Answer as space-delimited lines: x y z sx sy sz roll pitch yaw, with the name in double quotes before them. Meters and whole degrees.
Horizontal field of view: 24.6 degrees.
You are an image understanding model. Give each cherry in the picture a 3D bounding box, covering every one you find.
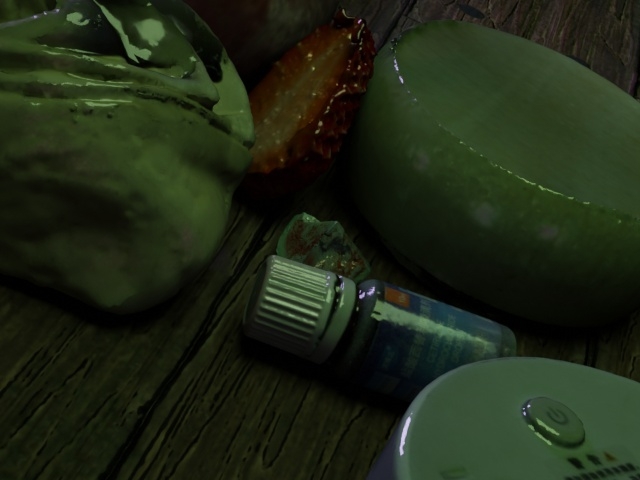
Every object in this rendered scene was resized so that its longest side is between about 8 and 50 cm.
"cherry" -0.096 -0.261 1.388 0.221 0.261 0.307 -8 38 26

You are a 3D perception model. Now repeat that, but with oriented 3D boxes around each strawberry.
"strawberry" -0.006 -0.111 1.304 0.121 0.188 0.082 26 -17 46

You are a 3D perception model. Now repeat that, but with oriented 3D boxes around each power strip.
"power strip" 0.177 0.239 0.875 0.357 0.161 0.357 19 30 -12

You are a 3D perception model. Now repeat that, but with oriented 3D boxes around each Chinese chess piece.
"Chinese chess piece" 0.187 -0.064 1.386 0.349 0.146 0.349 19 30 -12

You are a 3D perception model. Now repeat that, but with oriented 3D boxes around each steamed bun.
"steamed bun" -0.186 -0.111 1.123 0.320 0.206 0.275 37 33 27

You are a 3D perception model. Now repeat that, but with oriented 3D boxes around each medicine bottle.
"medicine bottle" 0.044 0.073 1.122 0.203 0.083 0.083 19 30 -8

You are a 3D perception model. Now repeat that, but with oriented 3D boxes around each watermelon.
"watermelon" 0.000 0.000 1.224 0.085 0.061 0.085 20 38 -17
